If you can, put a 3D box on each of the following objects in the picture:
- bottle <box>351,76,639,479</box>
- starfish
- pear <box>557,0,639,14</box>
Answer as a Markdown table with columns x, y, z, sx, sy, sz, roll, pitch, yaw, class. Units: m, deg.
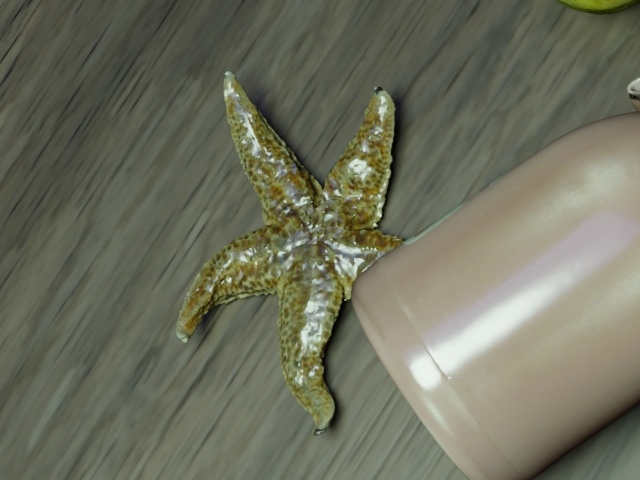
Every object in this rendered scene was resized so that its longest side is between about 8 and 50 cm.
| x | y | z | sx | sy | sz | roll | pitch | yaw | class |
| --- | --- | --- | --- | --- | --- | --- | --- | --- | --- |
| 0.176 | 0.005 | 0.987 | 0.297 | 0.173 | 0.206 | -36 | 32 | 7 | bottle |
| 0.000 | 0.000 | 1.109 | 0.235 | 0.062 | 0.277 | -18 | 71 | 13 | starfish |
| 0.204 | -0.256 | 1.032 | 0.197 | 0.197 | 0.197 | -6 | 72 | 19 | pear |
